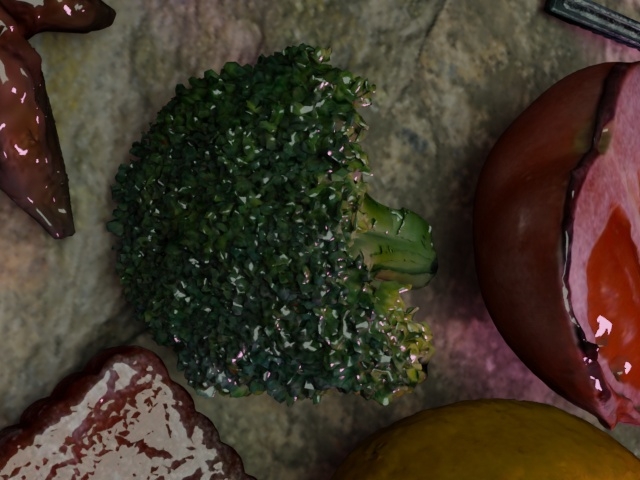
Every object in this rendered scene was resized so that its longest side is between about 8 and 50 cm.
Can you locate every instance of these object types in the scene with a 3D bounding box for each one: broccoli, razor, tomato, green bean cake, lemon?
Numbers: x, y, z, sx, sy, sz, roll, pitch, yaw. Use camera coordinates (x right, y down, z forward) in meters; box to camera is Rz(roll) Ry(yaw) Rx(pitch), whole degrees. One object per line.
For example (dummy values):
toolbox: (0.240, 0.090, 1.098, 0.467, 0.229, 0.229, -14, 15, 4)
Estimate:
broccoli: (0.000, 0.000, 0.749, 0.194, 0.194, 0.220, -19, 56, -23)
razor: (0.234, -0.130, 0.912, 0.190, 0.033, 0.066, 20, 79, -20)
tomato: (0.161, 0.009, 0.827, 0.199, 0.112, 0.228, 58, 45, -29)
green bean cake: (-0.114, 0.142, 0.735, 0.135, 0.056, 0.136, -41, 102, -21)
lemon: (0.099, 0.181, 0.752, 0.256, 0.188, 0.188, 6, 84, -23)

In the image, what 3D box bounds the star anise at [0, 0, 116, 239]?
star anise: (-0.195, -0.151, 0.678, 0.349, 0.109, 0.292, 14, 105, -24)
